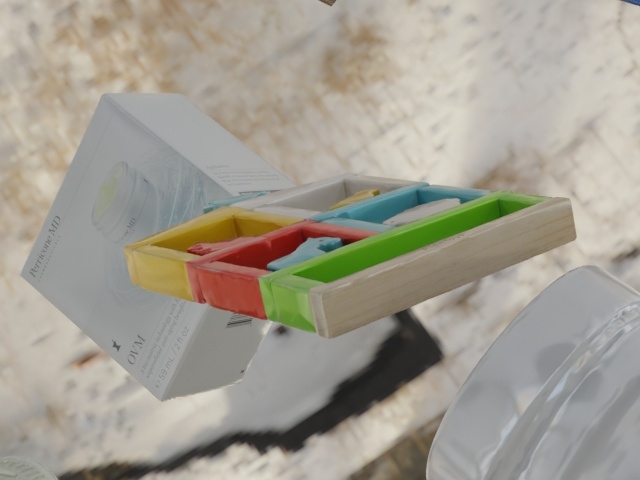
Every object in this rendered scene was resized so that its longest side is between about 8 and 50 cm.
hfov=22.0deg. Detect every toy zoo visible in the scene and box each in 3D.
[{"bbox_3d":[0.000,0.000,1.083,0.192,0.030,0.293,-20,-164,-31],"label":"toy zoo"}]

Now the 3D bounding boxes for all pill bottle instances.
[{"bbox_3d":[0.253,0.180,0.924,0.210,0.363,0.210,-41,152,-27],"label":"pill bottle"}]

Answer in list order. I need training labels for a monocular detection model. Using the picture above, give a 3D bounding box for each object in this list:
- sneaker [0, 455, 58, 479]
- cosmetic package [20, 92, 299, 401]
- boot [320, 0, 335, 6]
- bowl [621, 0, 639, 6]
[{"bbox_3d":[-0.363,0.304,1.333,0.350,0.131,0.148,-19,147,-18],"label":"sneaker"},{"bbox_3d":[-0.151,0.002,1.660,0.138,0.225,0.224,-6,129,-56],"label":"cosmetic package"},{"bbox_3d":[0.003,-0.211,0.873,0.158,0.085,0.059,-62,-176,23],"label":"boot"},{"bbox_3d":[0.156,-0.203,0.508,0.391,0.391,0.077,-26,143,-22],"label":"bowl"}]
